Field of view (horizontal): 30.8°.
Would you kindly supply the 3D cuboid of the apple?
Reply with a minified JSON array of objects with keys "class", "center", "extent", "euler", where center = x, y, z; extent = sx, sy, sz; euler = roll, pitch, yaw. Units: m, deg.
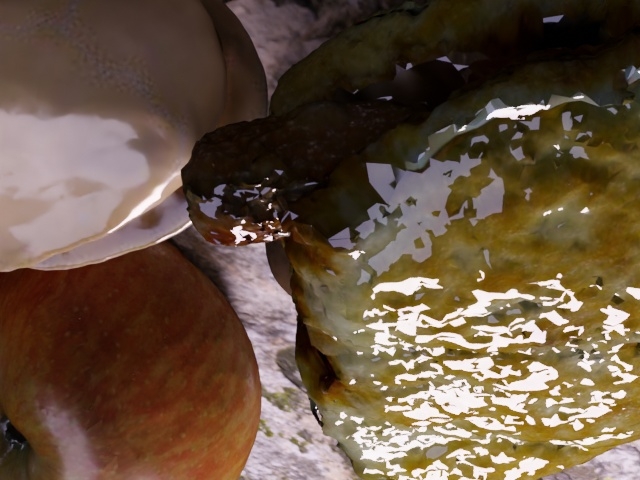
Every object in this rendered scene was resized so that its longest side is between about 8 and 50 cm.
[{"class":"apple","center":[-0.205,0.135,1.027],"extent":[0.309,0.250,0.277],"euler":[32,140,-6]}]

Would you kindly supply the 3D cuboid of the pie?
[{"class":"pie","center":[0.152,0.017,0.780],"extent":[0.395,0.180,0.418],"euler":[-18,131,17]}]

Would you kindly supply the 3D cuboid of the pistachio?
[{"class":"pistachio","center":[-0.199,-0.095,0.801],"extent":[0.321,0.229,0.238],"euler":[3,96,17]}]

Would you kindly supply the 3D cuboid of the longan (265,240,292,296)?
[{"class":"longan","center":[0.000,0.000,0.906],"extent":[0.113,0.092,0.113],"euler":[55,173,10]}]
